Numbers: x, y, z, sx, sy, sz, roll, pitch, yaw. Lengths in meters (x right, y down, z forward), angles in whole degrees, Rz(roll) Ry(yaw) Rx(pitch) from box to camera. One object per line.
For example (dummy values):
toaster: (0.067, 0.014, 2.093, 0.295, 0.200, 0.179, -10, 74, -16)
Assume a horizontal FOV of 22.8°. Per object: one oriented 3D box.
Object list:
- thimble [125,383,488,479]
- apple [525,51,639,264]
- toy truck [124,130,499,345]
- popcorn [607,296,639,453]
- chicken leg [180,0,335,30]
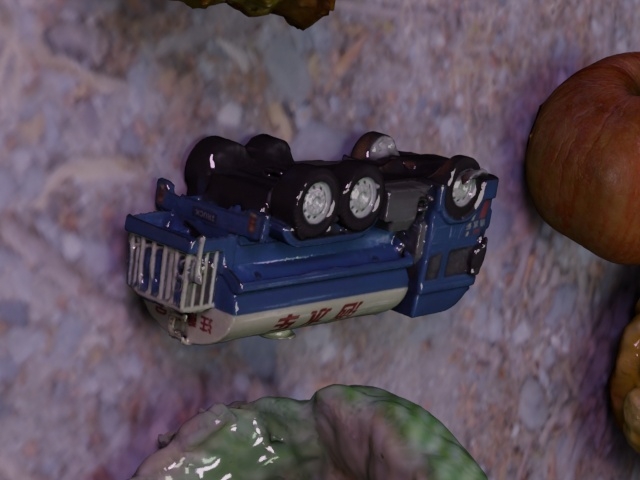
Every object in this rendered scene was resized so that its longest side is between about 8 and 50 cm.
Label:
thimble: (-0.005, 0.174, 0.669, 0.219, 0.219, 0.150, -54, 136, -26)
apple: (0.182, -0.045, 0.897, 0.126, 0.126, 0.102, -28, 134, -43)
toy truck: (0.000, 0.000, 0.732, 0.202, 0.074, 0.088, -7, 108, -48)
popcorn: (0.286, 0.082, 1.010, 0.218, 0.169, 0.189, -43, 127, -27)
chicken leg: (-0.063, -0.278, 0.563, 0.201, 0.153, 0.429, -38, 119, -53)
